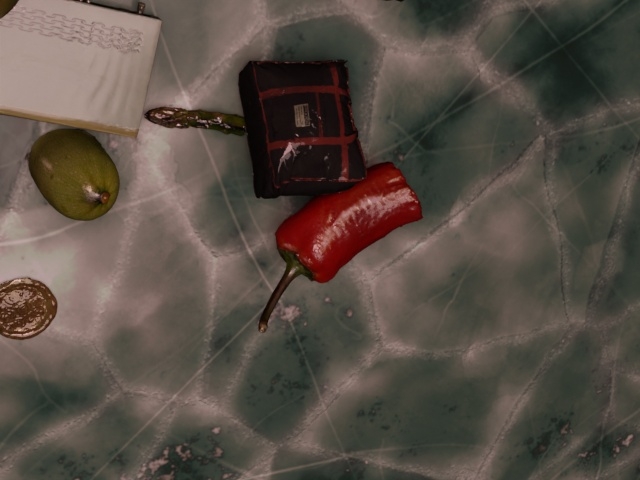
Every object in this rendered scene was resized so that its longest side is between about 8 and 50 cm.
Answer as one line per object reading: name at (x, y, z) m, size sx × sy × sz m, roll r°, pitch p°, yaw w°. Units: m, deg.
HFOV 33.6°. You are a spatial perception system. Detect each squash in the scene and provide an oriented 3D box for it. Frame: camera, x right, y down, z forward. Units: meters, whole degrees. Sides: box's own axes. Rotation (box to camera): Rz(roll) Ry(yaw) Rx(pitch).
squash at (-0.353, -0.087, 1.557) m, size 0.123 × 0.186 × 0.123 m, roll -11°, pitch 117°, yaw -23°

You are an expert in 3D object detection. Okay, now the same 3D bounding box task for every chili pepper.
chili pepper at (-0.003, -0.003, 1.744) m, size 0.338 × 0.134 × 0.131 m, roll -34°, pitch 104°, yaw -9°

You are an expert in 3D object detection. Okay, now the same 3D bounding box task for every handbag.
handbag at (-0.026, -0.175, 1.647) m, size 0.169 × 0.155 × 0.215 m, roll -7°, pitch 85°, yaw -23°

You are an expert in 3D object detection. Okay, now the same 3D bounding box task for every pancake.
pancake at (-0.477, 0.108, 1.684) m, size 0.115 × 0.011 × 0.115 m, roll -8°, pitch 112°, yaw -19°

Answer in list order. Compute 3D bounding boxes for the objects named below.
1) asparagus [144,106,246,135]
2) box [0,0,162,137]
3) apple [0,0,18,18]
asparagus at (-0.196, -0.188, 1.658) m, size 0.165 × 0.030 × 0.036 m, roll 2°, pitch 124°, yaw -22°
box at (-0.381, -0.268, 1.548) m, size 0.270 × 0.045 × 0.211 m, roll 7°, pitch 108°, yaw -22°
apple at (-0.476, -0.403, 1.337) m, size 0.279 × 0.279 × 0.279 m, roll -7°, pitch 113°, yaw -18°
